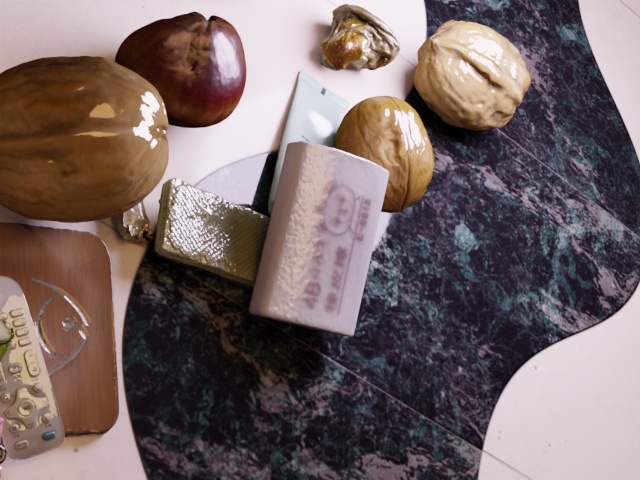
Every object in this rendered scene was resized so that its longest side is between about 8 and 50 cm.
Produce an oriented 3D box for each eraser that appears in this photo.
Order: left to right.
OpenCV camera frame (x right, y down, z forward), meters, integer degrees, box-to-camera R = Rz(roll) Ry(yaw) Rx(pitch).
[{"bbox_3d":[0.000,0.000,1.443,0.174,0.095,0.270,17,84,-32],"label":"eraser"}]

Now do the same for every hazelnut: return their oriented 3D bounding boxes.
[{"bbox_3d":[-0.207,-0.260,1.427,0.204,0.178,0.178,8,65,-24],"label":"hazelnut"}]

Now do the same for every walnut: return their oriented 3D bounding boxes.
[{"bbox_3d":[-0.330,-0.132,1.243,0.261,0.225,0.225,-7,71,-3],"label":"walnut"},{"bbox_3d":[0.109,-0.144,1.603,0.167,0.167,0.207,0,71,-36],"label":"walnut"},{"bbox_3d":[0.286,-0.310,1.792,0.245,0.198,0.198,33,53,-31],"label":"walnut"}]

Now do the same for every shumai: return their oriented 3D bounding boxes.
[{"bbox_3d":[0.057,-0.352,1.708,0.145,0.145,0.116,43,73,-12],"label":"shumai"}]

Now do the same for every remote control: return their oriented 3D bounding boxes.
[{"bbox_3d":[-0.381,0.155,1.169,0.073,0.044,0.229,-16,85,-23],"label":"remote control"}]

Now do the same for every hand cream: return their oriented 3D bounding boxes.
[{"bbox_3d":[-0.020,-0.157,1.591,0.109,0.067,0.320,32,49,-21],"label":"hand cream"}]

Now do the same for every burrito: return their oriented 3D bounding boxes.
[{"bbox_3d":[-0.285,-0.077,1.369,0.051,0.042,0.171,0,73,-54],"label":"burrito"}]

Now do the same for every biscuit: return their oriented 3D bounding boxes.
[{"bbox_3d":[-0.154,-0.007,1.414,0.199,0.040,0.121,22,59,-36],"label":"biscuit"}]

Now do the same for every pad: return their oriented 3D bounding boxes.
[{"bbox_3d":[-0.398,0.110,1.214,0.284,0.018,0.286,6,66,-33],"label":"pad"}]

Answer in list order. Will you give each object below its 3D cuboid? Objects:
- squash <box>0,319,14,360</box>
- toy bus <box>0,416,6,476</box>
[{"bbox_3d":[-0.492,0.172,1.062,0.189,0.189,0.260,32,90,-20],"label":"squash"},{"bbox_3d":[-0.415,0.299,1.075,0.090,0.063,0.203,16,68,-30],"label":"toy bus"}]
